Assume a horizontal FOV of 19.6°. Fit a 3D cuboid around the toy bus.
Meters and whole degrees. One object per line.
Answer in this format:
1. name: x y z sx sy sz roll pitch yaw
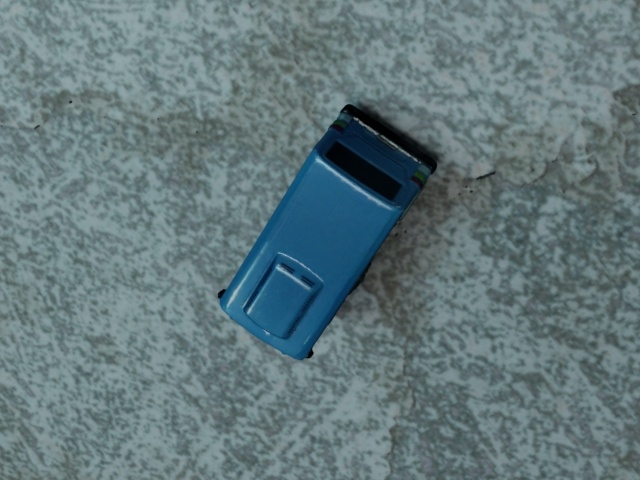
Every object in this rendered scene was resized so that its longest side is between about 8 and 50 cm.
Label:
1. toy bus: 0.000 0.000 1.411 0.090 0.106 0.185 33 125 1
